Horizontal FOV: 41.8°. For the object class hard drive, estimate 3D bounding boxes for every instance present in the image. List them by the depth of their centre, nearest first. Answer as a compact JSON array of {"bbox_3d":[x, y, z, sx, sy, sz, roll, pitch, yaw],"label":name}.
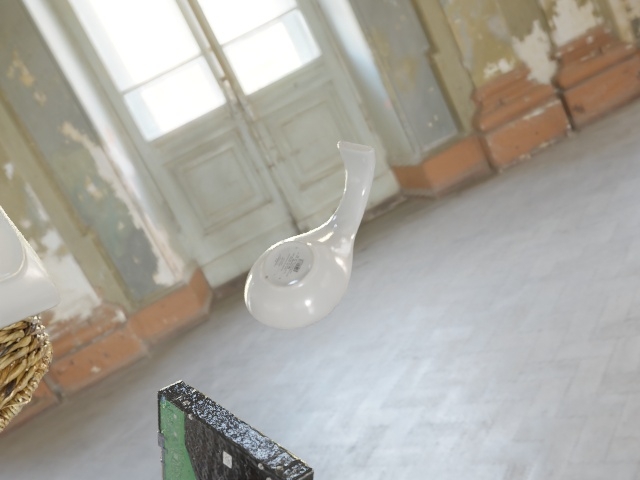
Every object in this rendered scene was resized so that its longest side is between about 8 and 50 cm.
[{"bbox_3d":[-0.152,0.411,1.425,0.339,0.237,0.064,22,29,38],"label":"hard drive"}]

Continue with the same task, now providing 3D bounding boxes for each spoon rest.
[{"bbox_3d":[0.000,0.000,1.108,0.137,0.084,0.276,16,64,29],"label":"spoon rest"}]

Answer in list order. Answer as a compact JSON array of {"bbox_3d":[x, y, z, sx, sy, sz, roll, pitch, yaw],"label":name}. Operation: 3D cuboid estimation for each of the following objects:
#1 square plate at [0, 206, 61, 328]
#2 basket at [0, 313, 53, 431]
[{"bbox_3d":[-0.471,-0.036,0.881,0.049,0.347,0.344,-38,-4,27],"label":"square plate"},{"bbox_3d":[-0.493,0.197,1.200,0.213,0.223,0.299,-16,5,-32],"label":"basket"}]
